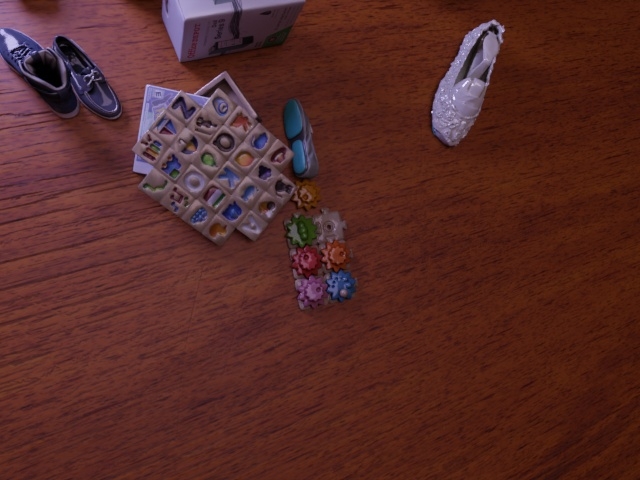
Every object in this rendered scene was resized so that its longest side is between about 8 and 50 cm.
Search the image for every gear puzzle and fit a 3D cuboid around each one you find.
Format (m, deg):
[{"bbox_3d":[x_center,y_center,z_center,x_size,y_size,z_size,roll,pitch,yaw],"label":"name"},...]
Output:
[{"bbox_3d":[0.000,0.000,1.193,0.176,0.044,0.338,-10,87,-20],"label":"gear puzzle"}]

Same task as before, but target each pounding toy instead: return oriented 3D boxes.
[{"bbox_3d":[-0.248,-0.264,1.117,0.206,0.094,0.181,-35,96,5],"label":"pounding toy"}]

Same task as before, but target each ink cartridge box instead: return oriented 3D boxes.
[{"bbox_3d":[-0.212,-0.545,1.098,0.289,0.211,0.121,-20,92,-20],"label":"ink cartridge box"}]

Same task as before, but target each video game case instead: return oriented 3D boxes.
[{"bbox_3d":[-0.323,-0.237,1.061,0.184,0.023,0.201,12,98,-2],"label":"video game case"}]

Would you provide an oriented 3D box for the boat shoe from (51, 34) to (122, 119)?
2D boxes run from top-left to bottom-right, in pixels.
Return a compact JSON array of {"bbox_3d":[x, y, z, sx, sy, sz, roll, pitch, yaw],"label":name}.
[{"bbox_3d":[-0.527,-0.366,1.039,0.075,0.065,0.206,-39,97,-20],"label":"boat shoe"}]

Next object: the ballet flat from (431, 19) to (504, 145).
[{"bbox_3d":[0.442,-0.481,1.365,0.147,0.147,0.408,25,77,-15],"label":"ballet flat"}]

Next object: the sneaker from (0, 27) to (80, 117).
[{"bbox_3d":[-0.603,-0.381,0.964,0.086,0.163,0.226,-44,97,-17],"label":"sneaker"}]

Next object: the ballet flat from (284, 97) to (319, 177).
[{"bbox_3d":[-0.047,-0.262,1.204,0.068,0.072,0.213,1,77,-48],"label":"ballet flat"}]

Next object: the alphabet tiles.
[{"bbox_3d":[-0.231,-0.162,1.062,0.343,0.011,0.285,39,88,-22],"label":"alphabet tiles"}]
